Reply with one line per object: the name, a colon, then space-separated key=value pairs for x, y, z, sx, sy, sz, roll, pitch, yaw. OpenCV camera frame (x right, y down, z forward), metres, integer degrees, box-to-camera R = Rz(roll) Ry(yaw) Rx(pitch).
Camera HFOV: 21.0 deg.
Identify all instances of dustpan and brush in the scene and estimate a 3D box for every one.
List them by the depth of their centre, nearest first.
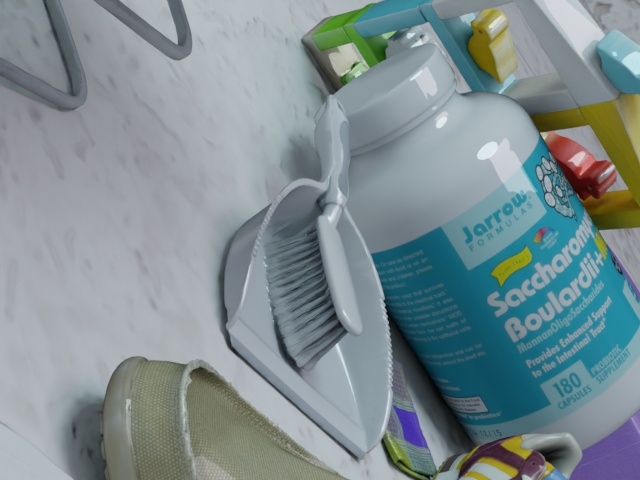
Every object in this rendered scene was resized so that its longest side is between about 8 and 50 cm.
dustpan and brush: x=0.000 y=0.000 z=0.986 sx=0.147 sy=0.060 sz=0.211 roll=45 pitch=25 yaw=-41

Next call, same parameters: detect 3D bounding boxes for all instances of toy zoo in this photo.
toy zoo: x=0.124 y=-0.088 z=1.163 sx=0.030 sy=0.293 sz=0.192 roll=-44 pitch=111 yaw=-27

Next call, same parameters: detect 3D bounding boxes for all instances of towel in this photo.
towel: x=0.046 y=0.103 z=1.046 sx=0.060 sy=0.009 sz=0.083 roll=36 pitch=31 yaw=-54

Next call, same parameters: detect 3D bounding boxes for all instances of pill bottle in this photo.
pill bottle: x=0.103 y=0.006 z=1.120 sx=0.264 sy=0.146 sz=0.146 roll=56 pitch=19 yaw=-16

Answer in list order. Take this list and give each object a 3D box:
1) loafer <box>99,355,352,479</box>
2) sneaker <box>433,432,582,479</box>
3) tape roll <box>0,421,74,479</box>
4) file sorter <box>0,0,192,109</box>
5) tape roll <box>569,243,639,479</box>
loafer: x=0.005 y=0.141 z=0.753 sx=0.268 sy=0.092 sz=0.102 roll=52 pitch=21 yaw=-28
sneaker: x=0.102 y=0.161 z=0.986 sx=0.069 sy=0.084 sz=0.185 roll=59 pitch=24 yaw=-13
tape roll: x=-0.103 y=0.177 z=0.406 sx=0.286 sy=0.100 sz=0.286 roll=51 pitch=22 yaw=-30
file sorter: x=-0.063 y=-0.207 z=0.781 sx=0.173 sy=0.277 sz=0.193 roll=31 pitch=35 yaw=-64
tape roll: x=0.218 y=0.117 z=1.364 sx=0.275 sy=0.090 sz=0.275 roll=52 pitch=22 yaw=-30
